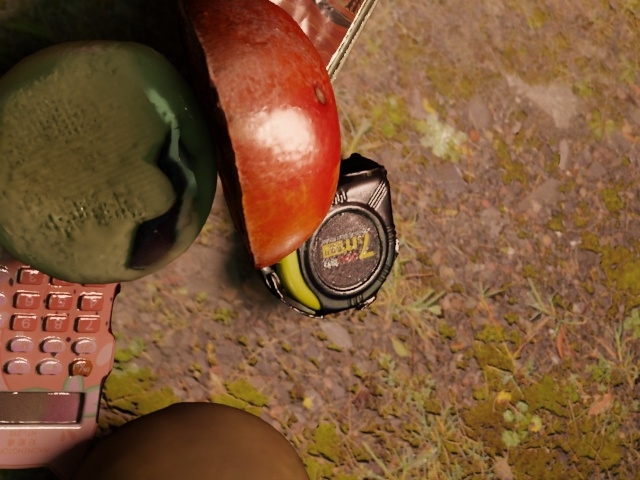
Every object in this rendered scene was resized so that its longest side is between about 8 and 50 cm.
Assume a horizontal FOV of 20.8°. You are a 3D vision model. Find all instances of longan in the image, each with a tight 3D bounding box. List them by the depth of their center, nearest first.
[{"bbox_3d":[-0.158,0.371,2.054,0.361,0.361,0.361,-13,114,-32],"label":"longan"}]

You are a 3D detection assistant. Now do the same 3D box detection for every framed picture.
[{"bbox_3d":[0.007,-0.345,2.119,0.216,0.016,0.273,30,88,-39],"label":"framed picture"}]

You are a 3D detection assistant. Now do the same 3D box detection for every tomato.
[{"bbox_3d":[-0.058,-0.140,1.938,0.143,0.338,0.338,-14,117,-5],"label":"tomato"}]

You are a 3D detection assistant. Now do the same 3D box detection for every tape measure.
[{"bbox_3d":[0.000,0.000,2.182,0.199,0.112,0.186,-16,108,-25],"label":"tape measure"}]

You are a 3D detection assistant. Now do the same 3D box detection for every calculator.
[{"bbox_3d":[-0.337,0.120,2.022,0.220,0.048,0.330,5,101,-36],"label":"calculator"}]

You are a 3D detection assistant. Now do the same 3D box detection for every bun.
[{"bbox_3d":[-0.241,-0.094,1.917,0.283,0.179,0.283,2,111,6],"label":"bun"}]
